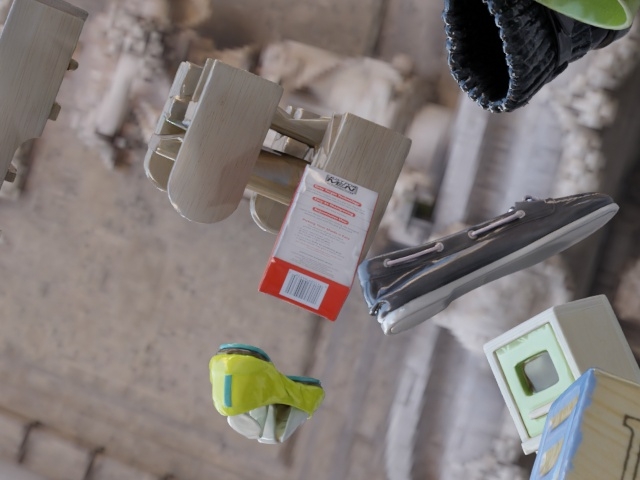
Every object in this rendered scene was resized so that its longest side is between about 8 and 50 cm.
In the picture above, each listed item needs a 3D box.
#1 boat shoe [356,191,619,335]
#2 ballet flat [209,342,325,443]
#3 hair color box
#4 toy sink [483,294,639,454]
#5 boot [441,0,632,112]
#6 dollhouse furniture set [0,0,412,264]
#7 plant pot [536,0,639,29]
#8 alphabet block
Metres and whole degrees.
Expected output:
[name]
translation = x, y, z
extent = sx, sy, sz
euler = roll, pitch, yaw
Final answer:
[boat shoe]
translation = 0.200, 0.000, 1.790
extent = 0.335, 0.095, 0.112
euler = -26, -15, -11
[ballet flat]
translation = -0.055, 0.159, 1.458
extent = 0.231, 0.077, 0.077
euler = 42, -132, -67
[hair color box]
translation = 0.000, 0.000, 1.256
extent = 0.141, 0.072, 0.043
euler = -70, 4, -52
[toy sink]
translation = 0.355, 0.217, 2.081
extent = 0.131, 0.234, 0.153
euler = -10, -17, -42
[boot]
translation = 0.232, -0.353, 1.851
extent = 0.260, 0.348, 0.131
euler = -29, 1, -34
[dollhouse furniture set]
translation = -0.159, -0.059, 1.493
extent = 0.362, 0.394, 0.256
euler = -147, 79, -77
[plant pot]
translation = 0.296, -0.428, 1.623
extent = 0.293, 0.275, 0.275
euler = -59, -20, 0
[alphabet block]
translation = 0.378, 0.295, 1.840
extent = 0.192, 0.197, 0.193
euler = 108, -179, -69
